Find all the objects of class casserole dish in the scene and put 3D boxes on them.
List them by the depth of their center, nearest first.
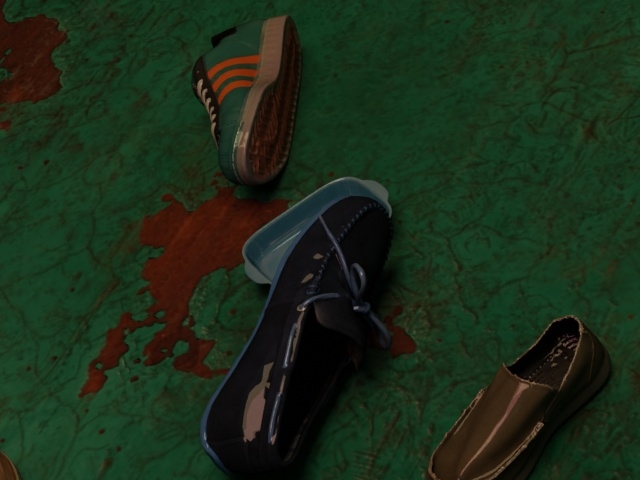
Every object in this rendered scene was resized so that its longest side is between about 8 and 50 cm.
[{"bbox_3d":[0.000,0.000,2.158,0.188,0.037,0.114,-35,45,-14],"label":"casserole dish"}]

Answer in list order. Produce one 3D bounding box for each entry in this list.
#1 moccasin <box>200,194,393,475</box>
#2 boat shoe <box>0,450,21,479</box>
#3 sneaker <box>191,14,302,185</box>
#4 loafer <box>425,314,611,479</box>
[{"bbox_3d":[0.006,0.107,1.991,0.117,0.138,0.342,4,60,43],"label":"moccasin"},{"bbox_3d":[-0.387,0.226,2.055,0.068,0.072,0.190,-37,45,-16],"label":"boat shoe"},{"bbox_3d":[-0.101,-0.164,2.320,0.121,0.108,0.302,-8,36,15],"label":"sneaker"},{"bbox_3d":[0.187,0.163,1.880,0.094,0.087,0.251,23,58,37],"label":"loafer"}]
